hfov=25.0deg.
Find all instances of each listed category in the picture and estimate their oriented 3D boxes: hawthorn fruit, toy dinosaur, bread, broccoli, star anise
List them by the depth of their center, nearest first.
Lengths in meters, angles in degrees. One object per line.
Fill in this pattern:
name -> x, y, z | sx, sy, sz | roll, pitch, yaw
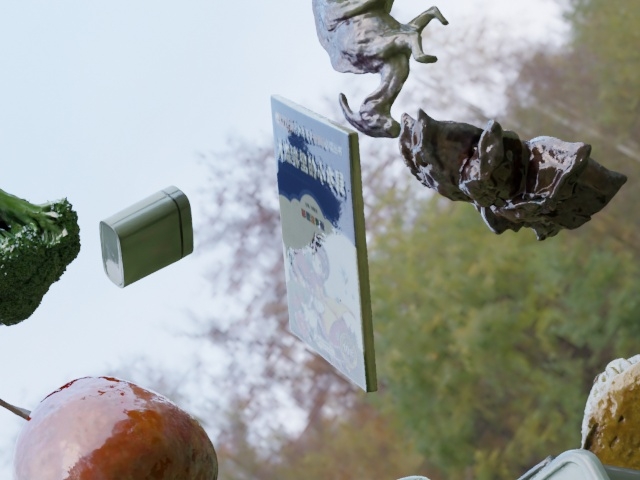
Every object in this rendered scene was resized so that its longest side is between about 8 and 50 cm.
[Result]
star anise -> 0.191, -0.061, 1.505 | 0.223, 0.236, 0.109 | 153, 134, -81
hawthorn fruit -> -0.238, 0.260, 1.672 | 0.235, 0.263, 0.231 | 22, -45, -40
toy dinosaur -> 0.065, -0.264, 1.732 | 0.162, 0.294, 0.077 | -28, -34, 23
bread -> 0.469, 0.256, 1.957 | 0.240, 0.240, 0.139 | -62, 4, 12
broccoli -> -0.510, 0.017, 2.272 | 0.261, 0.269, 0.241 | -33, -68, -20

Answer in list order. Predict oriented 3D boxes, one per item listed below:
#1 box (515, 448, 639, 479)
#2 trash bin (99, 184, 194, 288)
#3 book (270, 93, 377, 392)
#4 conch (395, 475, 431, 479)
box -> 0.288, 0.334, 1.410 | 0.135, 0.243, 0.163 | 11, -48, -43
trash bin -> -0.254, -0.005, 2.111 | 0.130, 0.059, 0.116 | -29, -45, -32
book -> 0.000, 0.000, 1.728 | 0.018, 0.228, 0.322 | -14, -68, -23
conch -> 0.096, 0.434, 2.061 | 0.124, 0.181, 0.187 | 55, -130, -42
